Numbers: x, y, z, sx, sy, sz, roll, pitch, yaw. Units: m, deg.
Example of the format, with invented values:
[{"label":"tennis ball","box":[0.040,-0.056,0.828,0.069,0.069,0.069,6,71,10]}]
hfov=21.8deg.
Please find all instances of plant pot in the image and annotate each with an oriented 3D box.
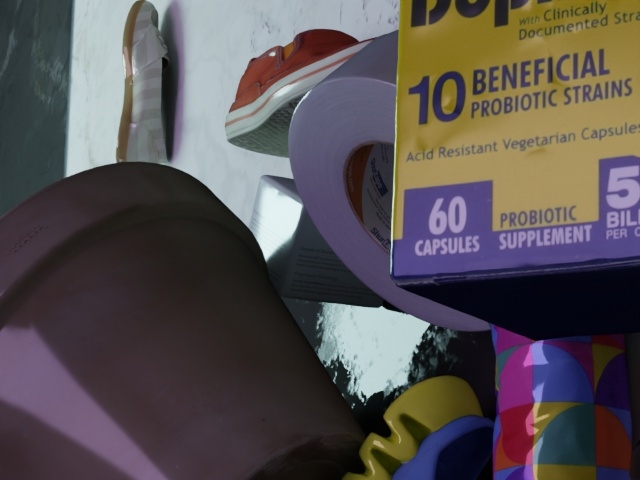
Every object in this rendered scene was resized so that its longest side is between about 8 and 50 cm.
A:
[{"label":"plant pot","box":[-0.115,0.142,1.293,0.280,0.323,0.323,38,117,36]}]

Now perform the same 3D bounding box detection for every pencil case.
[{"label":"pencil case","box":[0.157,0.151,1.111,0.104,0.104,0.236,-24,58,58]}]

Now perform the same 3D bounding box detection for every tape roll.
[{"label":"tape roll","box":[0.082,-0.042,1.201,0.219,0.072,0.219,29,142,26]}]

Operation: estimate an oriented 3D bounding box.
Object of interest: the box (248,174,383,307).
[{"label":"box","box":[0.000,0.000,1.453,0.101,0.102,0.087,34,114,61]}]

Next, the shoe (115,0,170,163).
[{"label":"shoe","box":[-0.203,-0.184,1.961,0.076,0.058,0.219,85,-173,-67]}]

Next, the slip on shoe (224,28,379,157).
[{"label":"slip on shoe","box":[0.005,-0.145,1.485,0.331,0.123,0.101,169,112,-66]}]

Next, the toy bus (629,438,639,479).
[{"label":"toy bus","box":[0.226,0.170,0.965,0.202,0.104,0.190,1,82,62]}]

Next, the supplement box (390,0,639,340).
[{"label":"supplement box","box":[0.176,-0.133,0.996,0.194,0.195,0.356,-6,74,32]}]

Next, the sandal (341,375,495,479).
[{"label":"sandal","box":[0.044,0.254,1.193,0.138,0.126,0.317,36,92,33]}]
